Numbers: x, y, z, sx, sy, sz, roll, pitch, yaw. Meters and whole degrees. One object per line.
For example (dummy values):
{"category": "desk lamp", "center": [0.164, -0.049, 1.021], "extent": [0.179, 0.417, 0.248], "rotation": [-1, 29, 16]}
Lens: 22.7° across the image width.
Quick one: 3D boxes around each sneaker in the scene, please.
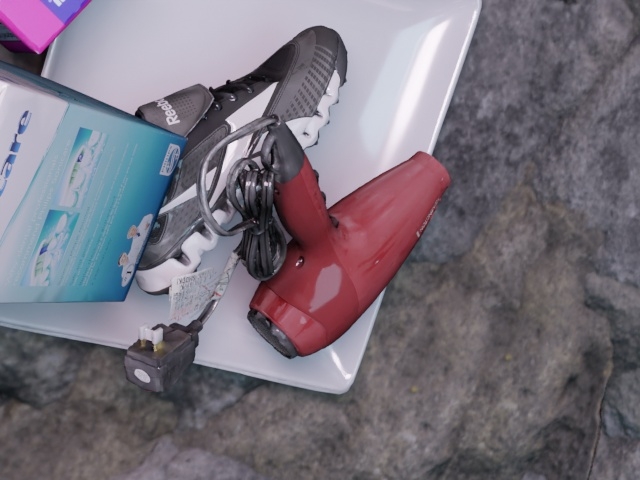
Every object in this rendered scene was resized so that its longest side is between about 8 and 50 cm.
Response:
{"category": "sneaker", "center": [-0.076, -0.077, 1.136], "extent": [0.234, 0.078, 0.106], "rotation": [-49, 125, -6]}

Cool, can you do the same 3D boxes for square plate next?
{"category": "square plate", "center": [-0.069, -0.076, 1.216], "extent": [0.344, 0.049, 0.347], "rotation": [15, 96, -32]}

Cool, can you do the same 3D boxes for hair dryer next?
{"category": "hair dryer", "center": [0.000, 0.000, 1.153], "extent": [0.293, 0.080, 0.224], "rotation": [-24, 149, -48]}

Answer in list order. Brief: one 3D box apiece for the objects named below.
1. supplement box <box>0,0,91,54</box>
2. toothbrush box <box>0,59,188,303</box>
{"category": "supplement box", "center": [-0.229, -0.232, 1.012], "extent": [0.220, 0.114, 0.111], "rotation": [44, 82, -20]}
{"category": "toothbrush box", "center": [-0.237, -0.055, 0.943], "extent": [0.126, 0.216, 0.295], "rotation": [-69, 166, 4]}
